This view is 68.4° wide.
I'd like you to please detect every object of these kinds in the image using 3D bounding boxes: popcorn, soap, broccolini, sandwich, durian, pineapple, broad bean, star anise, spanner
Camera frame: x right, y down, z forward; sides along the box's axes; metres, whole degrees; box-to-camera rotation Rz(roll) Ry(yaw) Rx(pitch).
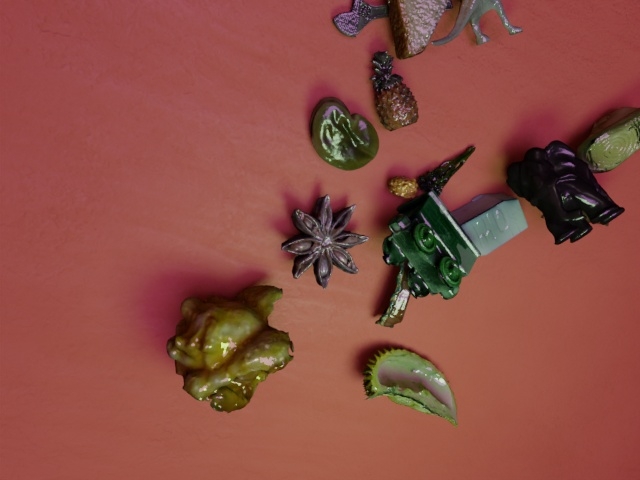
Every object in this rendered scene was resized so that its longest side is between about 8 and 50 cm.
[{"bbox_3d":[0.222,-0.145,1.275,0.082,0.083,0.057,-6,116,-47],"label":"popcorn"},{"bbox_3d":[0.464,-0.039,1.362,0.230,0.091,0.145,-33,111,-5],"label":"soap"},{"bbox_3d":[0.356,-0.199,1.321,0.201,0.058,0.074,-41,127,-17],"label":"broccolini"},{"bbox_3d":[0.264,-0.605,1.122,0.254,0.099,0.288,-20,102,-13],"label":"sandwich"},{"bbox_3d":[-0.217,0.244,1.179,0.290,0.321,0.326,25,81,-3],"label":"popcorn"},{"bbox_3d":[0.271,0.430,1.399,0.351,0.169,0.158,27,98,-19],"label":"durian"},{"bbox_3d":[0.179,-0.379,1.186,0.108,0.108,0.198,-22,103,-8],"label":"pineapple"},{"bbox_3d":[0.058,-0.263,1.199,0.153,0.072,0.207,-37,113,11],"label":"broad bean"},{"bbox_3d":[-0.001,0.001,1.241,0.236,0.109,0.223,-26,106,-21],"label":"star anise"},{"bbox_3d":[0.184,-0.568,1.170,0.325,0.026,0.093,-13,106,-12],"label":"spanner"}]

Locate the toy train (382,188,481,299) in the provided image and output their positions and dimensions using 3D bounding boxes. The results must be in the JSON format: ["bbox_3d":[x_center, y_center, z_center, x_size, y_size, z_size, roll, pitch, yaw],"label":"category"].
[{"bbox_3d":[0.283,0.024,1.244,0.266,0.145,0.202,51,48,-10],"label":"toy train"}]

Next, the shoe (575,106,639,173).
[{"bbox_3d":[0.863,-0.293,1.378,0.262,0.128,0.140,-33,104,7],"label":"shoe"}]

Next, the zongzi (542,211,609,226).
[{"bbox_3d":[0.804,-0.059,1.462,0.189,0.081,0.178,-35,121,3],"label":"zongzi"}]

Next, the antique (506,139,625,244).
[{"bbox_3d":[0.661,-0.132,1.297,0.322,0.255,0.185,-6,150,-48],"label":"antique"}]

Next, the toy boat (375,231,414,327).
[{"bbox_3d":[0.223,0.109,1.338,0.099,0.108,0.293,11,98,15],"label":"toy boat"}]

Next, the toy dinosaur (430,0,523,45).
[{"bbox_3d":[0.398,-0.580,1.176,0.393,0.092,0.205,-35,110,-12],"label":"toy dinosaur"}]
